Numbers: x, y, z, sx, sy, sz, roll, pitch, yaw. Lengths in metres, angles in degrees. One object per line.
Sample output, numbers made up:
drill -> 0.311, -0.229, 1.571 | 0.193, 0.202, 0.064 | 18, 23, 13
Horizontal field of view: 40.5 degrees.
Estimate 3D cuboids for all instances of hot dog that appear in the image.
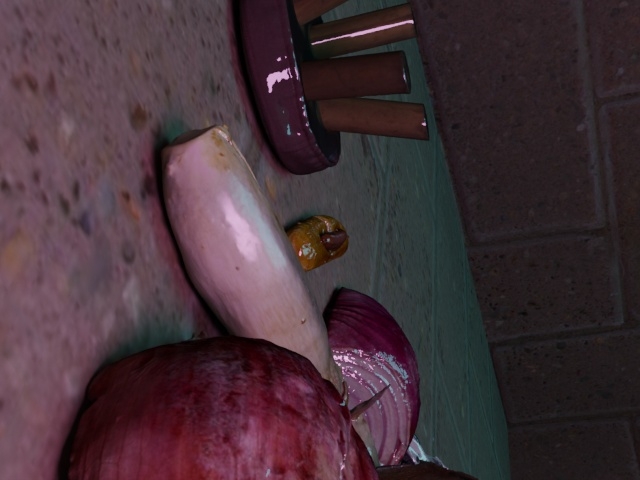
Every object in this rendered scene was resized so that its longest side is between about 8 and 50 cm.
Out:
hot dog -> 0.000, 0.000, 1.099 | 0.215, 0.047, 0.066 | -13, 91, -75

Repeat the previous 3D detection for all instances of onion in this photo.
onion -> -0.048, 0.134, 0.596 | 0.227, 0.120, 0.283 | 36, 18, -32
onion -> 0.088, 0.188, 1.205 | 0.247, 0.111, 0.250 | -57, 134, -66

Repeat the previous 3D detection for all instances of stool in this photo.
stool -> 0.022, -0.224, 1.052 | 0.272, 0.178, 0.272 | -9, 90, -77

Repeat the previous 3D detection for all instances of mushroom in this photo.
mushroom -> -0.055, 0.052, 0.796 | 0.123, 0.095, 0.351 | -112, -178, -52

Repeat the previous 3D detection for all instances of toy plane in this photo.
toy plane -> 0.153, 0.352, 1.340 | 0.234, 0.082, 0.160 | 42, 17, 3

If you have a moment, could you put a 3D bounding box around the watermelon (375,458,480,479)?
watermelon -> 0.074, 0.260, 0.782 | 0.226, 0.318, 0.148 | -29, 87, -50

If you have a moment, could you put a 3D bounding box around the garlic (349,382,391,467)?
garlic -> 0.036, 0.255, 0.928 | 0.090, 0.128, 0.198 | -5, 85, -68
